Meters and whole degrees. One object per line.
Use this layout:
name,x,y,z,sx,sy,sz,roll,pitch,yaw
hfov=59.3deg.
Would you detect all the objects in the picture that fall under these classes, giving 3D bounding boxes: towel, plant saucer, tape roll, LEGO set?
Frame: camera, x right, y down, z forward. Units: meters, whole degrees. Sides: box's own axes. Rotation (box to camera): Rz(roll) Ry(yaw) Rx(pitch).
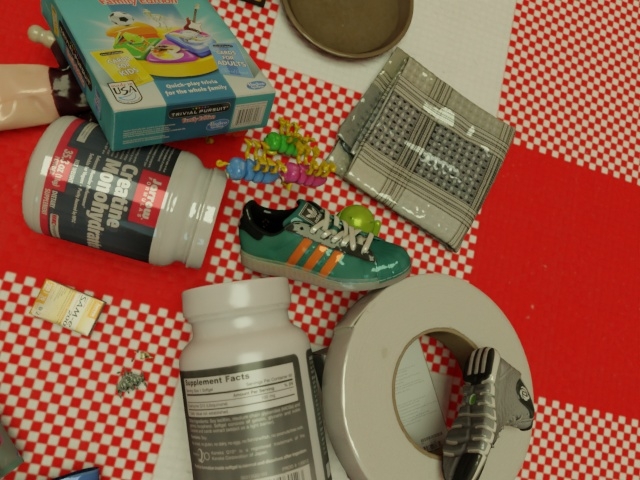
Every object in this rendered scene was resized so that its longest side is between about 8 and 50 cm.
towel,0.206,-0.187,1.108,0.324,0.056,0.312,32,75,-6
plant saucer,0.052,-0.488,1.128,0.278,0.041,0.278,2,80,-14
tape roll,0.185,0.248,0.925,0.392,0.072,0.392,7,74,-25
LEGO set,-0.311,0.222,0.929,0.054,0.023,0.083,11,79,-12

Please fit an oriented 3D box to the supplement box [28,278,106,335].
supplement box,-0.410,0.110,0.916,0.098,0.036,0.062,24,77,-10

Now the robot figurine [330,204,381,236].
robot figurine,0.057,-0.027,1.013,0.101,0.115,0.067,8,78,-13

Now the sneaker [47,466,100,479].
sneaker,-0.441,0.416,0.836,0.232,0.081,0.090,-12,79,-16

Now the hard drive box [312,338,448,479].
hard drive box,0.106,0.282,0.989,0.181,0.089,0.232,-15,85,-16

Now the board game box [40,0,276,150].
board game box,-0.264,-0.303,0.897,0.254,0.079,0.336,-17,60,-33

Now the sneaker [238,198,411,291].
sneaker,0.000,0.000,0.928,0.302,0.108,0.121,7,122,16

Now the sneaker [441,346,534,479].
sneaker,0.276,0.292,0.874,0.132,0.086,0.229,32,64,-20

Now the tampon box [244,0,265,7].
tampon box,-0.139,-0.551,1.058,0.120,0.101,0.161,16,78,-10

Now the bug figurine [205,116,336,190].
bug figurine,-0.097,-0.154,0.965,0.216,0.279,0.072,7,119,-28

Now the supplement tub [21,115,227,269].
supplement tub,-0.300,-0.070,0.892,0.272,0.191,0.191,16,77,-11

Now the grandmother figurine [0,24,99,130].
grandmother figurine,-0.444,-0.251,0.942,0.342,0.104,0.208,-8,110,-18

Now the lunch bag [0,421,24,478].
lunch bag,-0.604,0.301,0.777,0.262,0.160,0.223,-28,89,-7

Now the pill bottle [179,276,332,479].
pill bottle,-0.106,0.248,0.879,0.210,0.210,0.363,-7,82,-15
